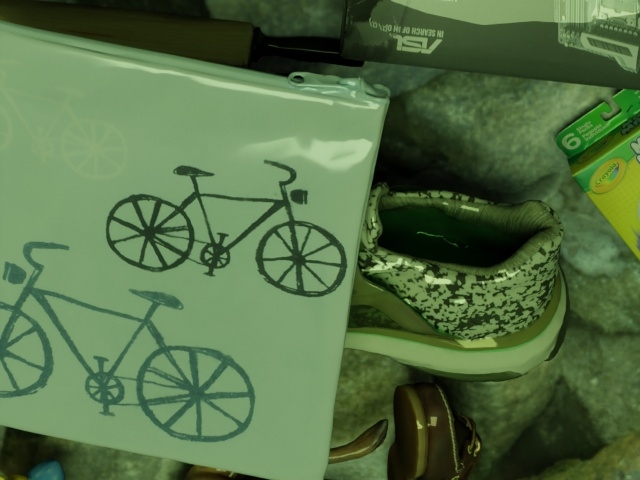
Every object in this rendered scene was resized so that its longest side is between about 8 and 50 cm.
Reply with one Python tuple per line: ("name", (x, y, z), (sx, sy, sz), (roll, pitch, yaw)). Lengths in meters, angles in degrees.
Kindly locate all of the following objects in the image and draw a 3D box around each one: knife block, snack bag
("knife block", (-0.098, -0.122, 1.281), (0.275, 0.242, 0.088), (29, 123, 39))
("snack bag", (-0.132, 0.009, 1.186), (0.323, 0.037, 0.343), (11, 119, 4))

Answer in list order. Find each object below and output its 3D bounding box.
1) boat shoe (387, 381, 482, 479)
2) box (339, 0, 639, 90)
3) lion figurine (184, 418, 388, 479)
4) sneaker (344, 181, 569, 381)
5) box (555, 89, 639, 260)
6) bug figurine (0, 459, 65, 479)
("boat shoe", (0.096, 0.169, 1.374), (0.073, 0.073, 0.207), (-10, 153, -6))
("box", (0.176, -0.239, 1.204), (0.307, 0.076, 0.243), (7, 116, -1))
("lion figurine", (-0.078, 0.308, 1.459), (0.240, 0.142, 0.392), (17, 102, 20))
("sneaker", (0.000, 0.000, 1.255), (0.410, 0.158, 0.182), (1, 149, -5))
("box", (0.275, -0.041, 1.316), (0.105, 0.043, 0.179), (-36, 108, 17))
("bug figurine", (-0.301, 0.139, 1.409), (0.279, 0.072, 0.216), (33, 106, -8))
